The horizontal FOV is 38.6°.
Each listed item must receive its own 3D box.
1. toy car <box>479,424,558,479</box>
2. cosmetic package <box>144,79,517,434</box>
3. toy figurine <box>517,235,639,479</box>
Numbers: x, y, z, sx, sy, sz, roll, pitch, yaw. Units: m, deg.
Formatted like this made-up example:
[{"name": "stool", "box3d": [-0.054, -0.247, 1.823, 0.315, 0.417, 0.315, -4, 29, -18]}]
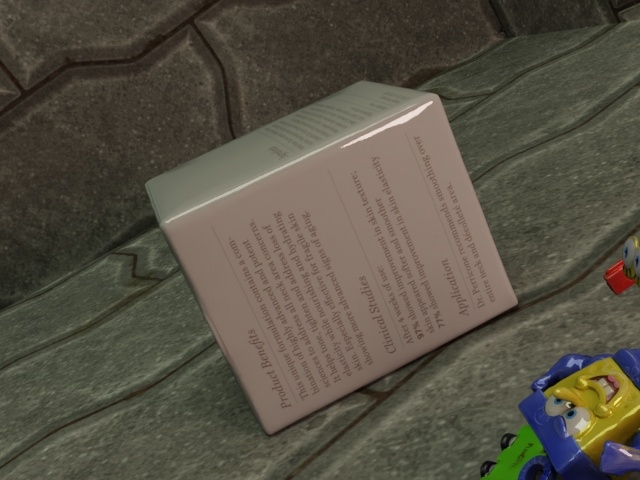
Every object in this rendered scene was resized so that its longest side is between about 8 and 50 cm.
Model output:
[{"name": "toy car", "box3d": [0.162, 0.253, 0.831, 0.239, 0.053, 0.225, -4, 26, 46]}, {"name": "cosmetic package", "box3d": [0.000, 0.000, 1.315, 0.394, 0.329, 0.327, -26, 18, -8]}, {"name": "toy figurine", "box3d": [0.273, 0.176, 0.756, 0.217, 0.191, 0.362, -36, 23, 8]}]
